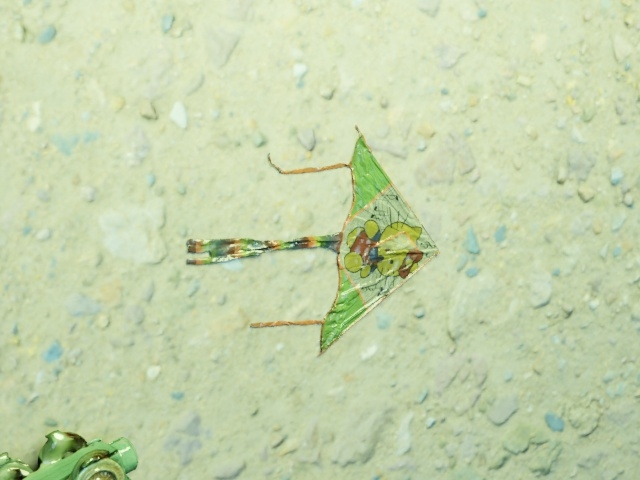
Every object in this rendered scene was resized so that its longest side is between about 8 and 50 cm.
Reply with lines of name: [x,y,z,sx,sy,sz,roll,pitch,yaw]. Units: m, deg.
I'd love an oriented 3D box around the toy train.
toy train: [-0.220,0.227,1.301,0.194,0.081,0.125,-25,122,-26]

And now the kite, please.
kite: [0.000,0.000,1.419,0.244,0.006,0.198,2,99,-30]
